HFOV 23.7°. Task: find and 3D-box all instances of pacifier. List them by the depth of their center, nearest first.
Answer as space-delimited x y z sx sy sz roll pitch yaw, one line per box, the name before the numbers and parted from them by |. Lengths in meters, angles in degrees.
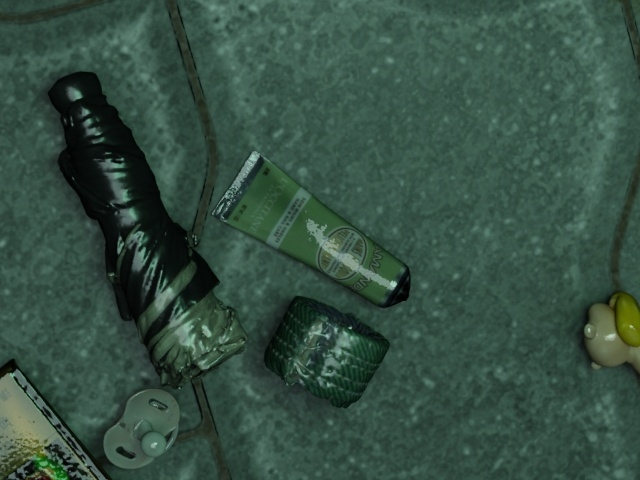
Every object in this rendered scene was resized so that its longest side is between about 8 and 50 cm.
pacifier | -0.187 0.215 1.669 0.081 0.078 0.099 32 91 -30

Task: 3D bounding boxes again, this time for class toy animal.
toy animal | 0.335 0.110 1.724 0.082 0.091 0.114 -29 129 14

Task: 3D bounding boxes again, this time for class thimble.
thimble | 0.007 0.121 1.650 0.118 0.135 0.090 26 93 -10

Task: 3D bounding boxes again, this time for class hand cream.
hand cream | 0.000 0.000 1.682 0.235 0.055 0.086 34 89 -2

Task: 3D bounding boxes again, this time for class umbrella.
umbrella | -0.196 -0.014 1.646 0.113 0.106 0.358 -26 91 -13

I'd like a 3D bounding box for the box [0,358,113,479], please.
box | -0.320 0.269 1.661 0.159 0.071 0.240 -39 99 -4
